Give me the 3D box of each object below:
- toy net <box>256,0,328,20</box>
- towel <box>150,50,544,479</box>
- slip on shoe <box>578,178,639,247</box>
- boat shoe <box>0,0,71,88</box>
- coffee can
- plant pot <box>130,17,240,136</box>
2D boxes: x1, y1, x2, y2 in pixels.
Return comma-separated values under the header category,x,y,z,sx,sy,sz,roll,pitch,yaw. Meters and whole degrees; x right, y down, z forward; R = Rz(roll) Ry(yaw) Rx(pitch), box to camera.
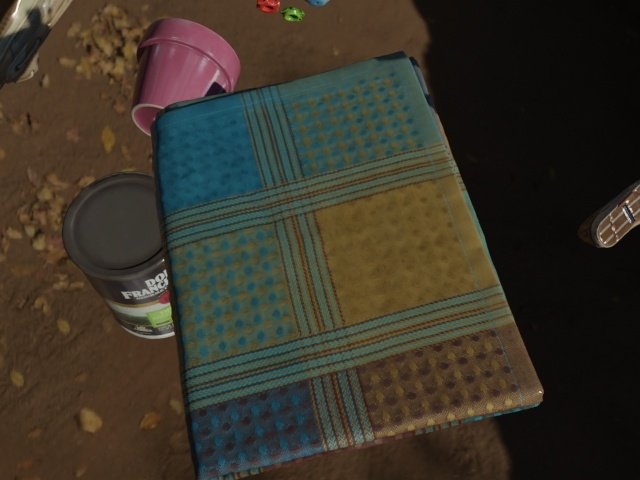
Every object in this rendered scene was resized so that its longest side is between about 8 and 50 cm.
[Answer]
category,x,y,z,sx,sy,sz,roll,pitch,yaw
toy net,-0.081,-0.407,1.202,0.232,0.122,0.045,12,74,-46
towel,0.000,0.000,0.667,0.271,0.040,0.370,-13,57,-3
slip on shoe,0.374,-0.036,0.957,0.135,0.041,0.051,-37,104,-17
boat shoe,-0.522,-0.315,1.310,0.121,0.110,0.341,28,87,38
coffee can,-0.316,0.033,1.389,0.201,0.275,0.202,-1,63,2
plant pot,-0.275,-0.294,1.508,0.201,0.201,0.180,22,65,-11
